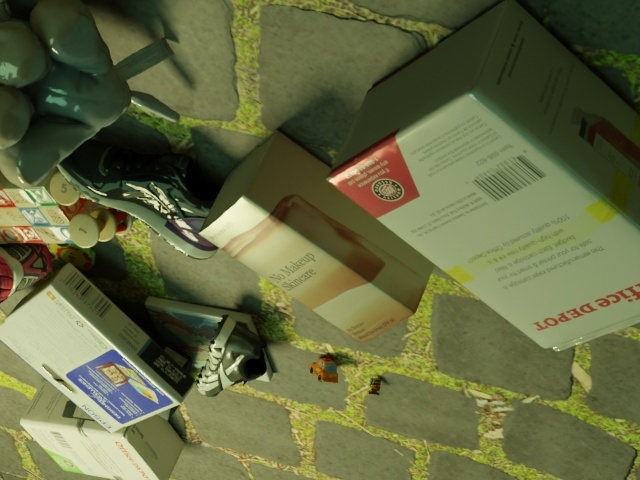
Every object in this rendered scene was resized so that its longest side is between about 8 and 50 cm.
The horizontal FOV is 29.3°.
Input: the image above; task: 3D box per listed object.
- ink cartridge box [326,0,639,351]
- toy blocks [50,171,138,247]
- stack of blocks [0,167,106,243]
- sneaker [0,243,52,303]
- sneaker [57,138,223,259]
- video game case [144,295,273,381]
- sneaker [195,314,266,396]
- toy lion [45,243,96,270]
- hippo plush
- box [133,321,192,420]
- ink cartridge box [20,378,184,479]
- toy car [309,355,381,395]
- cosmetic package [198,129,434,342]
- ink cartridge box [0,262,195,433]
[{"bbox_3d":[0.249,-0.062,1.465,0.384,0.160,0.279,38,144,-19],"label":"ink cartridge box"},{"bbox_3d":[-0.337,-0.061,1.873,0.054,0.148,0.123,-22,93,24],"label":"toy blocks"},{"bbox_3d":[-0.509,-0.082,1.954,0.297,0.087,0.171,0,139,31],"label":"stack of blocks"},{"bbox_3d":[-0.559,0.047,2.114,0.299,0.112,0.121,10,116,55],"label":"sneaker"},{"bbox_3d":[-0.245,-0.097,1.794,0.283,0.107,0.124,30,127,-11],"label":"sneaker"},{"bbox_3d":[-0.196,0.176,2.169,0.201,0.023,0.183,9,143,21],"label":"video game case"},{"bbox_3d":[-0.149,0.219,2.111,0.106,0.078,0.234,25,143,2],"label":"sneaker"},{"bbox_3d":[-0.432,0.014,2.090,0.096,0.034,0.100,11,144,6],"label":"toy lion"},{"bbox_3d":[-0.378,-0.238,1.592,0.236,0.294,0.234,33,141,34],"label":"hippo plush"},{"bbox_3d":[-0.355,0.218,2.264,0.232,0.059,0.183,30,145,7],"label":"box"},{"bbox_3d":[-0.448,0.398,2.534,0.272,0.115,0.198,3,141,28],"label":"ink cartridge box"},{"bbox_3d":[0.045,0.226,2.099,0.122,0.060,0.041,13,103,-13],"label":"toy car"},{"bbox_3d":[0.000,0.000,1.724,0.296,0.129,0.153,34,145,-14],"label":"cosmetic package"},{"bbox_3d":[-0.407,0.201,2.178,0.303,0.072,0.307,44,146,-13],"label":"ink cartridge box"}]
